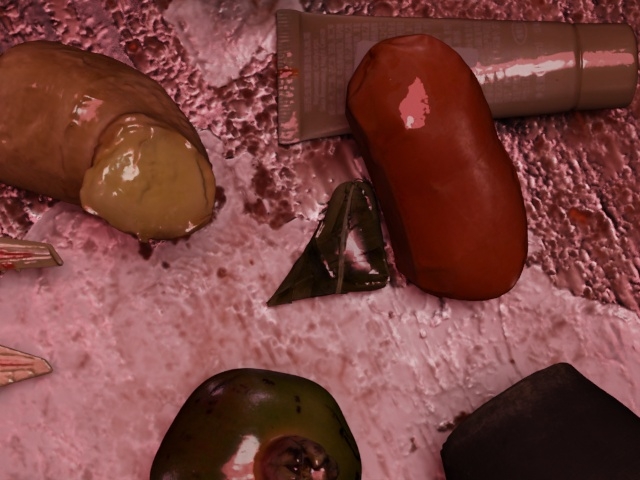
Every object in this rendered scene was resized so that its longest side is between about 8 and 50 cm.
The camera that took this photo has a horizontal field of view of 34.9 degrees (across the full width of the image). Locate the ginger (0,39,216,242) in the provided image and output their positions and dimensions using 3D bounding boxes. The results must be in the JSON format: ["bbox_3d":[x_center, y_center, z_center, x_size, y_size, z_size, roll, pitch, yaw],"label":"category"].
[{"bbox_3d":[-0.204,-0.093,0.906,0.267,0.152,0.138,24,105,16],"label":"ginger"}]

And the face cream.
[{"bbox_3d":[0.128,-0.165,0.987,0.341,0.084,0.137,-1,82,2],"label":"face cream"}]

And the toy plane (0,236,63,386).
[{"bbox_3d":[-0.356,0.044,0.884,0.242,0.104,0.256,-36,85,-8],"label":"toy plane"}]

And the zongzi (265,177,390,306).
[{"bbox_3d":[0.000,0.000,0.955,0.119,0.055,0.109,-9,79,4],"label":"zongzi"}]

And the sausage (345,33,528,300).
[{"bbox_3d":[0.107,-0.061,0.917,0.133,0.133,0.258,-25,104,-9],"label":"sausage"}]

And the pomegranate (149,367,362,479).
[{"bbox_3d":[-0.044,0.192,0.836,0.179,0.209,0.180,2,84,-21],"label":"pomegranate"}]

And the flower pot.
[{"bbox_3d":[0.198,0.201,0.871,0.235,0.235,0.148,-29,66,-10],"label":"flower pot"}]
